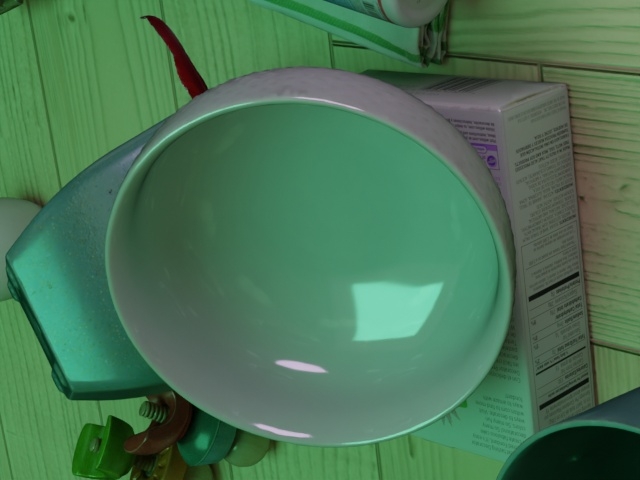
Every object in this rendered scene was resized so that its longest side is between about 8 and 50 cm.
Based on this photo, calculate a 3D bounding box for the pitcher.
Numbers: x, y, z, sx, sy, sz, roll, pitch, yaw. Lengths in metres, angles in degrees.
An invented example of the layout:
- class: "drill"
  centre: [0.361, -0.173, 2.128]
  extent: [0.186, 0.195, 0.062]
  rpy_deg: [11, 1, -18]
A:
- class: "pitcher"
  centre: [-0.433, 0.042, 1.951]
  extent: [0.125, 0.207, 0.178]
  rpy_deg: [43, 135, 25]

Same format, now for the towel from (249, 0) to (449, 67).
- class: "towel"
  centre: [0.025, -0.336, 1.404]
  extent: [0.248, 0.038, 0.325]
  rpy_deg: [27, 126, 38]

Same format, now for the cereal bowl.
- class: "cereal bowl"
  centre: [0.000, 0.000, 1.313]
  extent: [0.339, 0.141, 0.339]
  rpy_deg: [6, 124, 9]

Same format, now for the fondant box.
- class: "fondant box"
  centre: [0.115, 0.020, 1.431]
  extent: [0.238, 0.096, 0.330]
  rpy_deg: [11, 115, 45]

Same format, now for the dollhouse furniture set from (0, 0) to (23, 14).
- class: "dollhouse furniture set"
  centre: [-0.463, -0.377, 1.790]
  extent: [0.161, 0.212, 0.242]
  rpy_deg: [-12, 73, 48]

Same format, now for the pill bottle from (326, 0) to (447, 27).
- class: "pill bottle"
  centre: [0.031, -0.240, 1.345]
  extent: [0.160, 0.087, 0.087]
  rpy_deg: [25, 125, 39]

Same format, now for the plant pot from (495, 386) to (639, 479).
- class: "plant pot"
  centre: [0.312, 0.227, 1.207]
  extent: [0.293, 0.235, 0.293]
  rpy_deg: [23, 125, 38]

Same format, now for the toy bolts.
- class: "toy bolts"
  centre: [-0.155, 0.199, 1.822]
  extent: [0.228, 0.158, 0.218]
  rpy_deg: [-19, 53, 60]

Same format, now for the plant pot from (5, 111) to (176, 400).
- class: "plant pot"
  centre: [-0.170, 0.036, 1.565]
  extent: [0.248, 0.252, 0.247]
  rpy_deg: [64, 167, 4]

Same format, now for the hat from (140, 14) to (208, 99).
- class: "hat"
  centre: [-0.050, -0.103, 1.457]
  extent: [0.173, 0.183, 0.208]
  rpy_deg: [-17, 126, 10]
